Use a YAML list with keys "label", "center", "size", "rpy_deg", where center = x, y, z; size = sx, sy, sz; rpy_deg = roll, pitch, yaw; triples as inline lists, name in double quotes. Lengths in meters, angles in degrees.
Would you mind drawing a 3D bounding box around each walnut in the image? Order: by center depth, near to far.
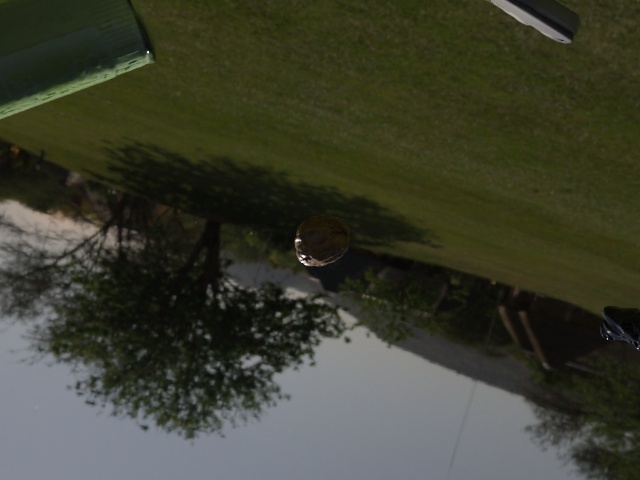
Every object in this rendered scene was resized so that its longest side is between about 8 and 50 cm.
- label: "walnut"
  center: [0.000, 0.000, 1.114]
  size: [0.096, 0.078, 0.082]
  rpy_deg: [-15, 150, 29]

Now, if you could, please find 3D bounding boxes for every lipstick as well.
- label: "lipstick"
  center: [-0.265, -0.106, 0.471]
  size: [0.304, 0.076, 0.076]
  rpy_deg: [-24, -170, -14]

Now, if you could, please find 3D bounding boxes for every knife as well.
- label: "knife"
  center: [0.275, -0.337, 0.972]
  size: [0.266, 0.040, 0.073]
  rpy_deg: [9, -171, -40]

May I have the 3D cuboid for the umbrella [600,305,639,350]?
- label: "umbrella"
  center: [0.483, 0.129, 0.925]
  size: [0.080, 0.071, 0.224]
  rpy_deg: [9, 174, -22]
